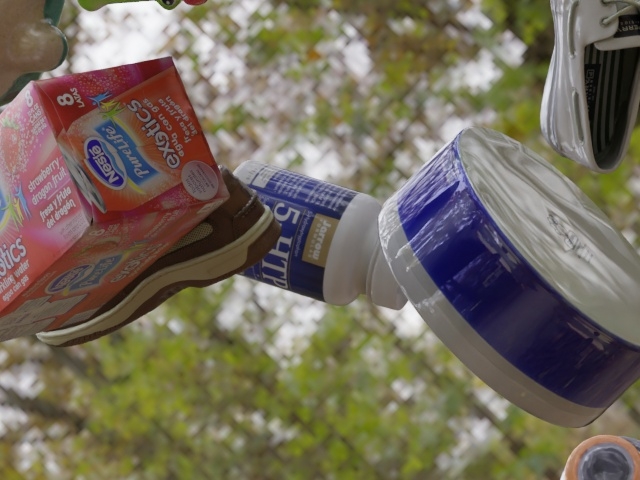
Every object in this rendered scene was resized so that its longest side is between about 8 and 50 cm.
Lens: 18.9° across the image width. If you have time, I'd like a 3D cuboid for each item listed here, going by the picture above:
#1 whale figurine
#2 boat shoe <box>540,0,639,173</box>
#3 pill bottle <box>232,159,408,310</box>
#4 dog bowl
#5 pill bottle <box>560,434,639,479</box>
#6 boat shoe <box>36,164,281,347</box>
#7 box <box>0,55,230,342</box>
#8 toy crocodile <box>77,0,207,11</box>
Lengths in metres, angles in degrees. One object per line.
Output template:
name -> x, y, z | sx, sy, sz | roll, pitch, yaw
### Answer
whale figurine -> -0.279, -0.237, 1.727 | 0.272, 0.216, 0.141 | -46, -20, 21
boat shoe -> 0.209, -0.157, 1.375 | 0.083, 0.076, 0.226 | -12, -61, -20
pill bottle -> 0.000, 0.000, 1.828 | 0.112, 0.187, 0.112 | 17, -90, -73
dog bowl -> 0.180, 0.029, 1.669 | 0.104, 0.265, 0.265 | -45, -13, 22
pill bottle -> 0.342, 0.299, 2.155 | 0.130, 0.130, 0.245 | -44, -33, -5
boat shoe -> -0.158, 0.006, 1.649 | 0.257, 0.095, 0.095 | -25, 22, 24
box -> -0.197, -0.024, 1.458 | 0.128, 0.122, 0.257 | -15, -15, -38
toy crocodile -> -0.032, -0.238, 1.389 | 0.340, 0.105, 0.115 | -21, 19, 26
